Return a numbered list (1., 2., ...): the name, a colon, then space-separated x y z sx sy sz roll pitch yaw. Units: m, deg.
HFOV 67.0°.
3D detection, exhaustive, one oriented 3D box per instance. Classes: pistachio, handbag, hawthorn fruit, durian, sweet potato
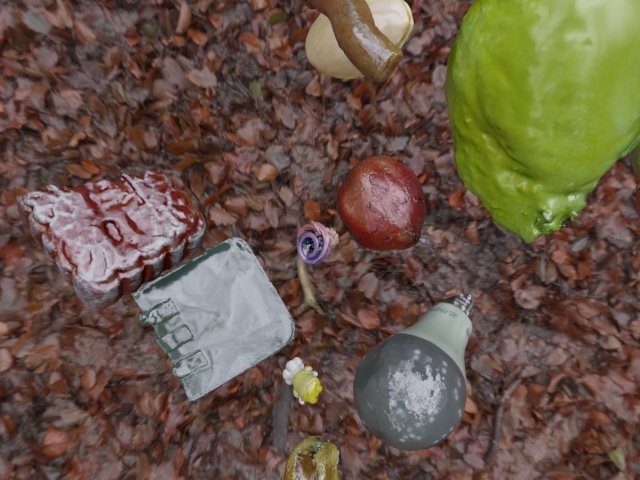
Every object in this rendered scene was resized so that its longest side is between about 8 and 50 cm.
1. pistachio: 0.059 -0.366 0.853 0.200 0.117 0.145 -16 98 36
2. handbag: -0.208 0.153 0.963 0.260 0.079 0.248 -29 86 -11
3. hawthorn fruit: 0.139 -0.059 0.968 0.181 0.181 0.235 -38 61 -8
4. durian: 0.249 -0.196 0.496 0.255 0.204 0.340 -33 130 -12
5. sweet potato: 0.002 -0.375 0.678 0.109 0.109 0.386 -25 79 -8

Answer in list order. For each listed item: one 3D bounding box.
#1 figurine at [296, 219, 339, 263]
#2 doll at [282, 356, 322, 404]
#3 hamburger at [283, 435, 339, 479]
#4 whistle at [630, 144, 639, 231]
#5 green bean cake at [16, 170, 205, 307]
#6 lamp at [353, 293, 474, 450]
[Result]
1. figurine: -0.010 -0.002 1.433 0.113 0.157 0.126 18 112 11
2. doll: -0.056 0.418 1.451 0.062 0.162 0.106 22 96 -39
3. hamburger: -0.029 0.718 1.400 0.132 0.211 0.309 -8 57 19
4. whistle: 0.425 -0.060 0.552 0.131 0.106 0.289 17 57 1
5. green bean cake: -0.319 -0.023 0.777 0.232 0.097 0.199 -31 78 -33
6. lamp: 0.183 0.195 0.808 0.182 0.182 0.314 40 69 -1
